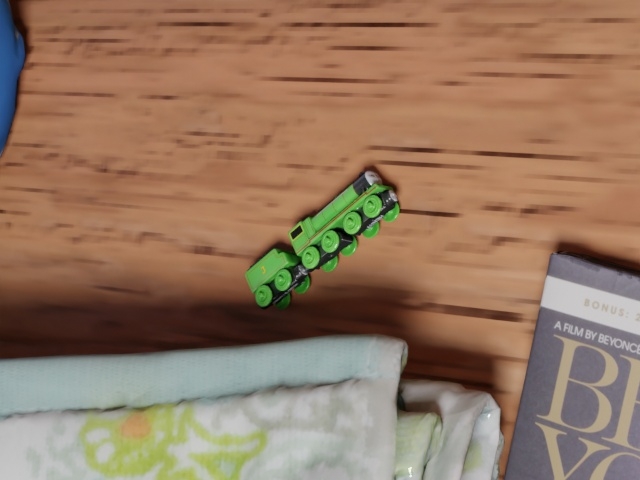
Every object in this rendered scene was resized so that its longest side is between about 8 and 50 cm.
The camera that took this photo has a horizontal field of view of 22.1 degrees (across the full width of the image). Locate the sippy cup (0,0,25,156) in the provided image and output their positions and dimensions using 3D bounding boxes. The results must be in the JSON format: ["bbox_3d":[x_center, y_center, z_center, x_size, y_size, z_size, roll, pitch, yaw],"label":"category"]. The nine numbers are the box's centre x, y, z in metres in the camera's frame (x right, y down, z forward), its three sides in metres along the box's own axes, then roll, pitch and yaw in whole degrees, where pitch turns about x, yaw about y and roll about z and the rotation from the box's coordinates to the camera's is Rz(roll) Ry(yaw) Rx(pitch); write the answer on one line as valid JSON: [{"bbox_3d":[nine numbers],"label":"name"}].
[{"bbox_3d":[-0.272,-0.084,0.762,0.224,0.240,0.306,18,131,23],"label":"sippy cup"}]

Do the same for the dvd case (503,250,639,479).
[{"bbox_3d":[0.135,0.130,0.595,0.164,0.018,0.221,16,99,34],"label":"dvd case"}]

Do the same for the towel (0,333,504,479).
[{"bbox_3d":[-0.117,0.202,0.635,0.374,0.090,0.321,-7,60,28],"label":"towel"}]

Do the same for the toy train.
[{"bbox_3d":[0.000,0.000,0.687,0.083,0.017,0.024,-40,58,28],"label":"toy train"}]
